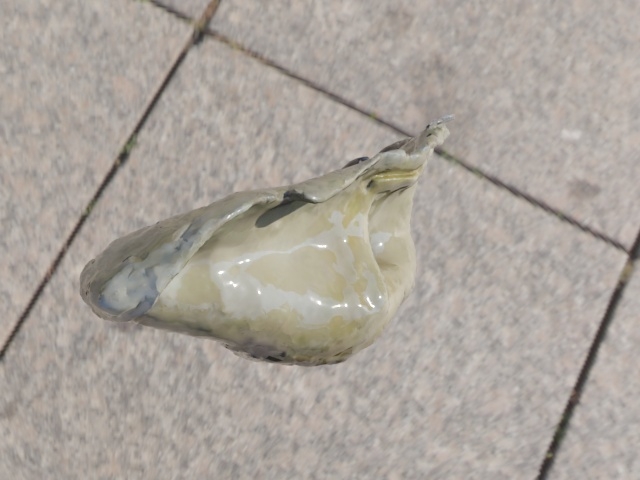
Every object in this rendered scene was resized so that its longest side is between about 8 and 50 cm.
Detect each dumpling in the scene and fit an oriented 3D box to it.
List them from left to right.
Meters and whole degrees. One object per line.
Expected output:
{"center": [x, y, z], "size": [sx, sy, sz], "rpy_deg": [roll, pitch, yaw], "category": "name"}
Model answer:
{"center": [-0.002, 0.004, 0.609], "size": [0.166, 0.332, 0.086], "rpy_deg": [-18, 95, 5], "category": "dumpling"}
